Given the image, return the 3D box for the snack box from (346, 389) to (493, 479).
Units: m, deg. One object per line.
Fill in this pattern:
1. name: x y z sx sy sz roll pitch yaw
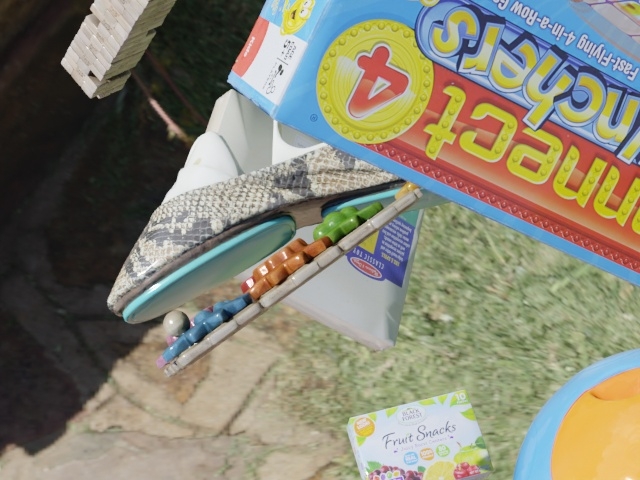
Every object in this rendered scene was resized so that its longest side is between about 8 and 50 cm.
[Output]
1. snack box: 0.111 0.234 1.385 0.141 0.037 0.100 -13 65 -12

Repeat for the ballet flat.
1. ballet flat: -0.033 -0.069 1.397 0.483 0.164 0.182 -21 77 -3

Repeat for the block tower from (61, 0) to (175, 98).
1. block tower: -0.337 -0.376 2.103 0.097 0.091 0.335 49 137 7

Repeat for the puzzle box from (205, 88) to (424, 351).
1. puzzle box: -0.023 -0.025 1.940 0.052 0.409 0.272 -26 42 50

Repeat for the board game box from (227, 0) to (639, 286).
1. board game box: 0.156 -0.148 0.638 0.308 0.086 0.302 22 100 -24

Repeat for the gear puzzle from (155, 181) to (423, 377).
1. gear puzzle: 0.000 0.000 1.046 0.339 0.175 0.044 -35 89 -15

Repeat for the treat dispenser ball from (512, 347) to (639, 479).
1. treat dispenser ball: 0.319 0.239 1.108 0.288 0.288 0.288 -3 82 17
